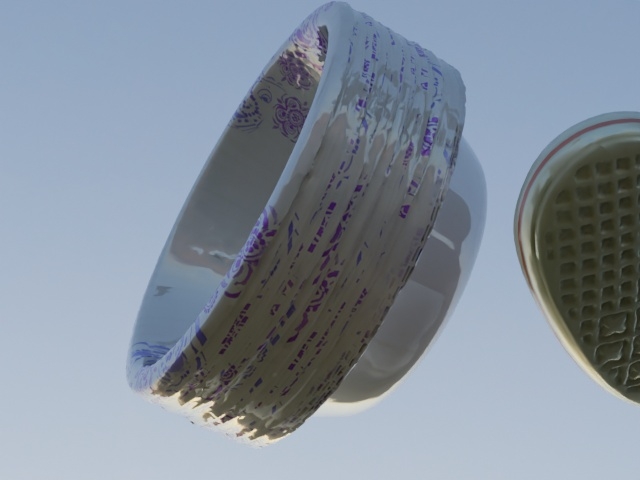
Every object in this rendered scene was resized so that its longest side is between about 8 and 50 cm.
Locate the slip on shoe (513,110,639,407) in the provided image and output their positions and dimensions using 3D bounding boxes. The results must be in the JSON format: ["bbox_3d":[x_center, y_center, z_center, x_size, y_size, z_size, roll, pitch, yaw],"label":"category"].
[{"bbox_3d":[0.186,0.020,0.657,0.123,0.101,0.331,-48,-41,13],"label":"slip on shoe"}]

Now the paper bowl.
[{"bbox_3d":[0.000,0.000,0.853,0.148,0.284,0.284,27,-56,-16],"label":"paper bowl"}]
